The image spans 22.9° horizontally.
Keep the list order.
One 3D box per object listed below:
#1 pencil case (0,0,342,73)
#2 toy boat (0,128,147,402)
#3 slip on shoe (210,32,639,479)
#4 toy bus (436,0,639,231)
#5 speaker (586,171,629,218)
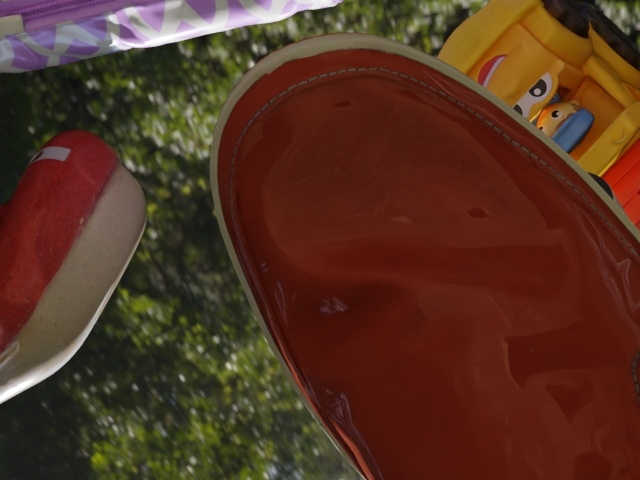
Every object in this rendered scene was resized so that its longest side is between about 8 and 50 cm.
[{"bbox_3d":[-0.088,-0.128,0.731,0.206,0.086,0.088,-13,-160,8],"label":"pencil case"},{"bbox_3d":[-0.211,0.007,0.890,0.231,0.151,0.151,-30,-155,31],"label":"toy boat"},{"bbox_3d":[0.074,0.074,0.470,0.123,0.101,0.331,-33,-101,7],"label":"slip on shoe"},{"bbox_3d":[0.210,-0.086,1.285,0.149,0.220,0.211,-46,-119,18],"label":"toy bus"},{"bbox_3d":[0.184,0.014,1.017,0.055,0.136,0.055,-16,-127,22],"label":"speaker"}]
